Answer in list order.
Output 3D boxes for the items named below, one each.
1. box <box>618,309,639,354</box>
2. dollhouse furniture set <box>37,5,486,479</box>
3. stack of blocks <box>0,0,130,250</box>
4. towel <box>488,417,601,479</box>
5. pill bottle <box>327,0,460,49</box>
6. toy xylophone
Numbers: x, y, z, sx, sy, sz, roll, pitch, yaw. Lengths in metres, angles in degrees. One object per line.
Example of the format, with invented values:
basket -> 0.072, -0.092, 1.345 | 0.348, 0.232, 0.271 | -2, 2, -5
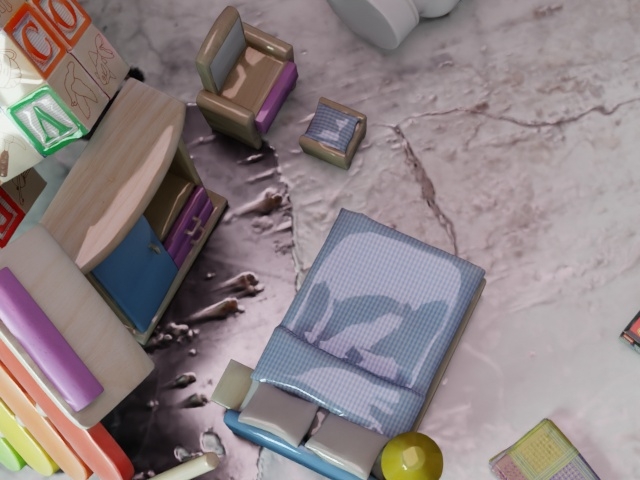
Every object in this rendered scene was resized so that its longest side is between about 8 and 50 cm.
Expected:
box -> 0.307, 0.050, 1.000 | 0.094, 0.027, 0.137 | 38, 79, 16
dollhouse furniture set -> 0.000, 0.000, 0.950 | 0.303, 0.198, 0.286 | 26, 76, 11
stack of blocks -> -0.281, -0.070, 0.936 | 0.297, 0.171, 0.087 | -26, 27, 29
towel -> 0.173, 0.179, 0.977 | 0.060, 0.009, 0.083 | -38, 74, -9
pill bottle -> 0.092, -0.253, 1.073 | 0.108, 0.108, 0.193 | 37, 78, 14
toy xylophone -> -0.196, 0.104, 0.892 | 0.236, 0.323, 0.081 | 48, 58, 1
